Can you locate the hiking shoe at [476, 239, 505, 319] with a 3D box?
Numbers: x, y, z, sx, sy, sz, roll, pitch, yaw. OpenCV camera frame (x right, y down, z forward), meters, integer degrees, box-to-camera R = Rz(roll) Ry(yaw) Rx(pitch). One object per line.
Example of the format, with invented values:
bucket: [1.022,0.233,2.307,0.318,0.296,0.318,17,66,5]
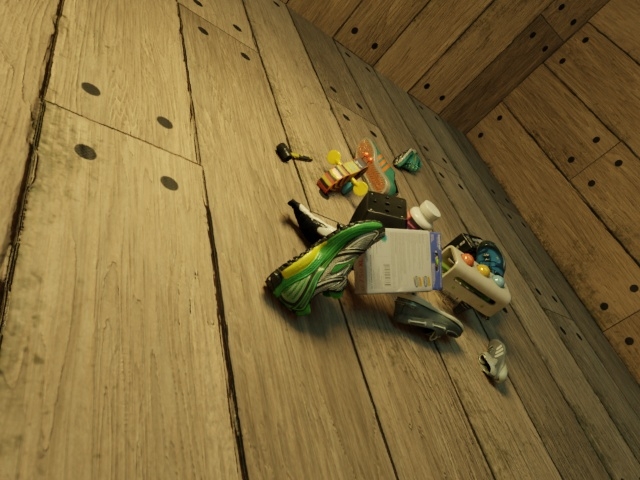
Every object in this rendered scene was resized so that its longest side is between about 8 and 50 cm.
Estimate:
hiking shoe: [0.676,0.152,1.970,0.132,0.113,0.304,-36,118,-62]

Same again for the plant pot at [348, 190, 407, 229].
plant pot: [0.193,-0.048,1.592,0.188,0.167,0.187,14,36,-1]

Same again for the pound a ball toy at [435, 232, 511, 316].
pound a ball toy: [0.530,0.102,1.804,0.319,0.136,0.208,33,31,-19]

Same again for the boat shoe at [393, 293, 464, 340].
boat shoe: [0.340,0.261,1.576,0.319,0.116,0.099,32,74,-36]

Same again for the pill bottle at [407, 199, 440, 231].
pill bottle: [0.348,-0.058,1.850,0.108,0.193,0.108,32,31,-23]

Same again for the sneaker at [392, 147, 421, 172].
sneaker: [0.455,-0.402,2.526,0.110,0.107,0.275,59,31,5]

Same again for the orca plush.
orca plush: [0.000,0.000,1.425,0.287,0.151,0.102,47,61,-7]

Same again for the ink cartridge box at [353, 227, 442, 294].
ink cartridge box: [0.230,0.060,1.447,0.311,0.065,0.186,2,84,-33]

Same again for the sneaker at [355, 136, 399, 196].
sneaker: [0.244,-0.304,2.128,0.121,0.108,0.302,13,51,-46]

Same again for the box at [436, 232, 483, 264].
box: [0.599,0.050,2.091,0.180,0.147,0.077,8,46,-47]

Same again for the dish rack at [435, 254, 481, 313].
dish rack: [0.486,0.148,1.896,0.271,0.074,0.208,53,29,13]

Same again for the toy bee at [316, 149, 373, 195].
toy bee: [0.108,-0.264,1.834,0.195,0.162,0.298,40,29,-7]

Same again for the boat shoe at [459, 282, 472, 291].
boat shoe: [0.601,0.197,2.019,0.046,0.038,0.125,28,34,-29]

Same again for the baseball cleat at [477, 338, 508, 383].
baseball cleat: [0.596,0.398,1.728,0.109,0.072,0.206,33,27,-9]

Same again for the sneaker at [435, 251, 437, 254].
sneaker: [0.446,0.023,2.033,0.109,0.044,0.040,32,30,-27]

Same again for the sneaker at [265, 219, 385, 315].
sneaker: [0.033,0.062,1.261,0.343,0.134,0.146,-34,94,-18]

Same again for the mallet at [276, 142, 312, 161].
mallet: [-0.090,-0.309,1.767,0.062,0.039,0.189,56,26,12]
